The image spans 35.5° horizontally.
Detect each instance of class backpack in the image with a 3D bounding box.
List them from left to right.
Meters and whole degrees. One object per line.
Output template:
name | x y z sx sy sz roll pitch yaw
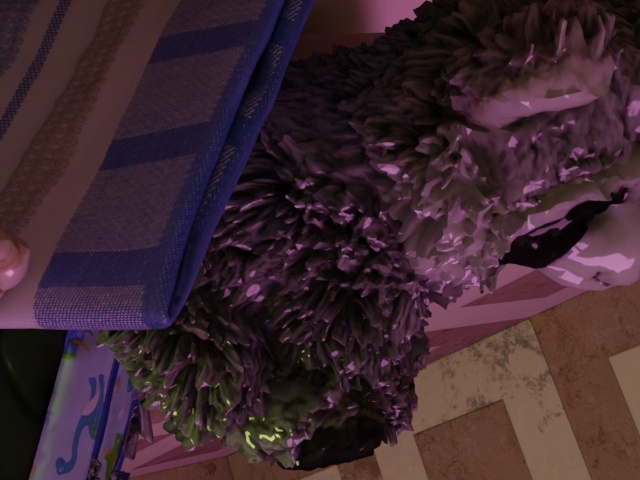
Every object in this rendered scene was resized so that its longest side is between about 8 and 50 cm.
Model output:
backpack | -0.258 0.095 0.730 0.290 0.356 0.273 11 -176 23

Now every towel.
towel | -0.149 -0.054 0.448 0.285 0.209 0.034 0 144 29

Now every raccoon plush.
raccoon plush | -0.049 -0.062 0.503 0.446 0.216 0.299 17 133 -8

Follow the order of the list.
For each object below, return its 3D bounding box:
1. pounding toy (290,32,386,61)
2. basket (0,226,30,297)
pounding toy | -0.040 -0.107 0.727 0.181 0.094 0.206 0 165 7
basket | -0.302 -0.009 0.222 0.266 0.331 0.328 -56 170 -12
